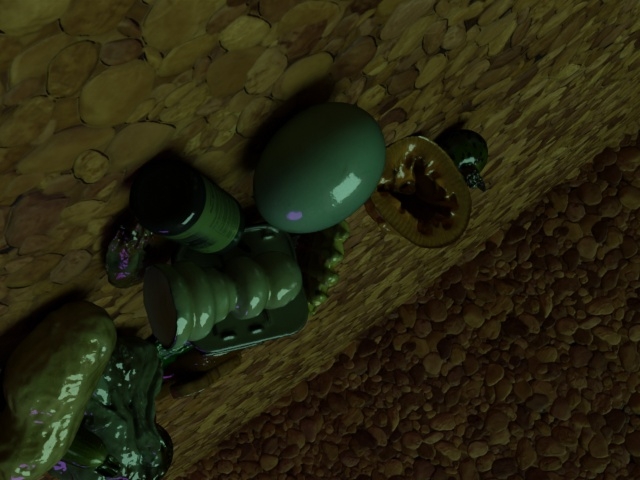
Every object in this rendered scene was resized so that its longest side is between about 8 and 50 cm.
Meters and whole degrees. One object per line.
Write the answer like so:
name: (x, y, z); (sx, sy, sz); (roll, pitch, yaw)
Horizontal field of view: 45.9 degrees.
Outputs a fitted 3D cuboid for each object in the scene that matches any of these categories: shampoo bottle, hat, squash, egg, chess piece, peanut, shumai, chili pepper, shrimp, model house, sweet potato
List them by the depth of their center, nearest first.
shampoo bottle: (-0.171, -0.034, 1.098); (0.101, 0.101, 0.284); (-38, 165, 4)
shrimp: (-0.266, 0.009, 1.121); (0.115, 0.051, 0.217); (-36, 165, -26)
egg: (-0.004, -0.105, 1.124); (0.231, 0.168, 0.168); (-42, 163, 28)
peanut: (-0.428, 0.236, 1.172); (0.318, 0.148, 0.147); (-61, 160, 7)
chess piece: (-0.139, 0.079, 1.175); (0.243, 0.133, 0.133); (-11, 153, -32)
squash: (-0.488, 0.327, 1.278); (0.071, 0.319, 0.080); (-104, -148, -73)
model house: (-0.179, 0.101, 1.370); (0.219, 0.204, 0.279); (-9, 171, -25)
shumai: (-0.403, 0.351, 1.405); (0.309, 0.263, 0.304); (-33, 164, -4)
chili pepper: (-0.328, 0.231, 1.600); (0.224, 0.061, 0.098); (-36, 143, 17)
hat: (0.149, -0.085, 1.610); (0.244, 0.233, 0.233); (-14, -178, -28)
sweet potato: (-0.241, 0.225, 1.685); (0.359, 0.112, 0.112); (-31, 163, -10)

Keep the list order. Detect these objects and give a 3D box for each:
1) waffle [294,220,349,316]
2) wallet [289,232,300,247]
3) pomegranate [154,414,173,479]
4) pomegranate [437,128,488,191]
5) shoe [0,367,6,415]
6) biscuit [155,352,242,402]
waffle: (-0.002, 0.000, 1.364); (0.056, 0.261, 0.250); (15, 135, -11)
wallet: (-0.098, 0.043, 1.576); (0.182, 0.049, 0.229); (-21, 157, -36)
pomegranate: (-0.467, 0.501, 1.906); (0.214, 0.214, 0.247); (9, 95, -69)
pomegranate: (0.315, -0.171, 1.650); (0.122, 0.161, 0.122); (-14, 146, -10)
shoe: (-0.526, 0.234, 1.188); (0.169, 0.071, 0.099); (-13, 146, -53)
biscuit: (-0.293, 0.319, 1.792); (0.202, 0.047, 0.334); (-15, -175, 21)
